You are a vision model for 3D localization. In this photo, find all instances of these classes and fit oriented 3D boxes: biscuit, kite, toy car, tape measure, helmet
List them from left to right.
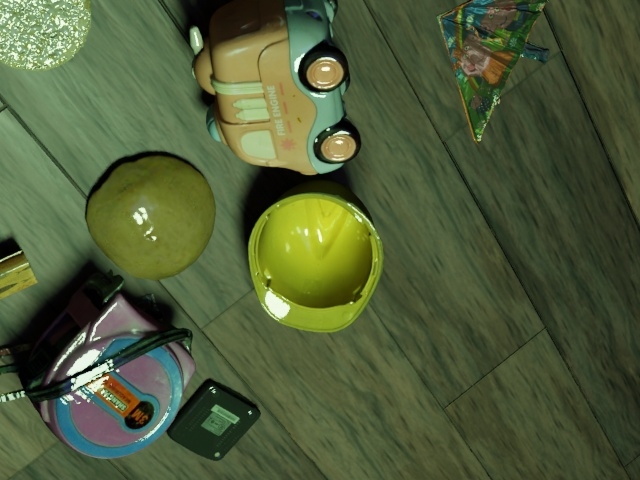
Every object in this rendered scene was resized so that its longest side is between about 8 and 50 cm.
[{"bbox_3d":[-0.370,-0.290,1.494,0.152,0.020,0.152,-13,122,-23],"label":"biscuit"},{"bbox_3d":[-0.372,0.179,1.758,0.285,0.015,0.152,-14,122,-21],"label":"kite"},{"bbox_3d":[-0.311,0.192,1.708,0.245,0.149,0.231,-47,129,-7],"label":"tape measure"},{"bbox_3d":[-0.064,-0.216,1.594,0.212,0.180,0.270,-10,133,3],"label":"toy car"},{"bbox_3d":[0.000,0.000,1.777,0.205,0.140,0.257,10,127,3],"label":"helmet"},{"bbox_3d":[0.273,-0.311,1.824,0.234,0.016,0.321,14,109,-33],"label":"kite"}]

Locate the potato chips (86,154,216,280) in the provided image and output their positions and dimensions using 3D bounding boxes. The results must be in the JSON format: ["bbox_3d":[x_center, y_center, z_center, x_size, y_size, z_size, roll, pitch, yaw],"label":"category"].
[{"bbox_3d":[-0.238,-0.023,1.689,0.195,0.062,0.208,-15,120,-22],"label":"potato chips"}]

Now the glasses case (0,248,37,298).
[{"bbox_3d":[-0.488,0.066,1.613,0.170,0.041,0.064,-25,155,-13],"label":"glasses case"}]

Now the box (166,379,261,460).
[{"bbox_3d":[-0.178,0.304,1.924,0.126,0.027,0.125,36,97,-37],"label":"box"}]
